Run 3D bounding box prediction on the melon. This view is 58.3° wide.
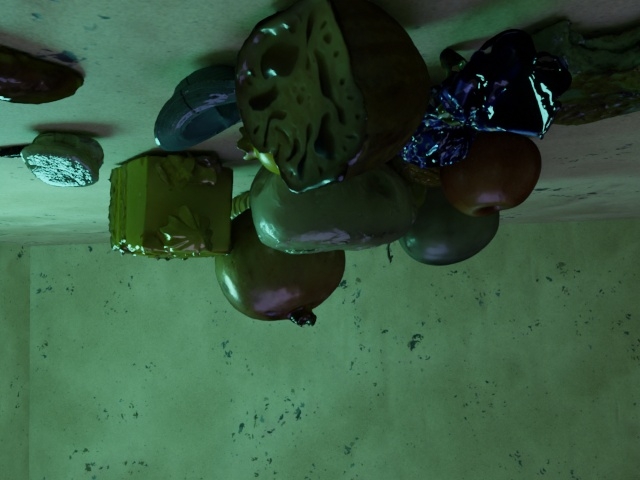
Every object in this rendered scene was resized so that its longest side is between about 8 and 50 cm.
[{"bbox_3d":[0.342,-0.057,1.596,0.308,0.272,0.272,9,171,-33],"label":"melon"}]

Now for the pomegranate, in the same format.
[{"bbox_3d":[-0.097,0.074,1.449,0.338,0.338,0.338,-2,176,0],"label":"pomegranate"}]

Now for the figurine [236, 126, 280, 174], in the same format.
[{"bbox_3d":[-0.006,-0.167,0.959,0.234,0.127,0.185,-16,177,29],"label":"figurine"}]

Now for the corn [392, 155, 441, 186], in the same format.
[{"bbox_3d":[0.227,-0.163,1.268,0.080,0.080,0.238,-4,176,30],"label":"corn"}]

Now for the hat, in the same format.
[{"bbox_3d":[-0.147,-0.194,0.780,0.191,0.078,0.138,-23,178,17],"label":"hat"}]

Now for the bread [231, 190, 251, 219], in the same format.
[{"bbox_3d":[-0.196,-0.111,1.756,0.134,0.081,0.225,-5,177,-38],"label":"bread"}]

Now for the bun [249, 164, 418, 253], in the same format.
[{"bbox_3d":[0.022,-0.086,1.186,0.362,0.234,0.326,-1,173,-34],"label":"bun"}]

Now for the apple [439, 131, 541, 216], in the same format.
[{"bbox_3d":[0.348,-0.132,1.179,0.201,0.162,0.201,0,176,0],"label":"apple"}]

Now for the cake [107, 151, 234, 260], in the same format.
[{"bbox_3d":[-0.320,-0.069,1.295,0.222,0.227,0.286,4,173,-42],"label":"cake"}]

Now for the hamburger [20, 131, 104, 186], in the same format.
[{"bbox_3d":[-0.480,-0.151,1.078,0.140,0.062,0.133,4,151,0],"label":"hamburger"}]

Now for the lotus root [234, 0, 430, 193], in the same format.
[{"bbox_3d":[0.026,-0.160,0.645,0.199,0.188,0.180,-9,-175,46],"label":"lotus root"}]

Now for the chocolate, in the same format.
[{"bbox_3d":[0.183,-0.172,0.712,0.126,0.148,0.343,-18,-178,-7],"label":"chocolate"}]

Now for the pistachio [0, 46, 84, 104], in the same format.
[{"bbox_3d":[-0.384,-0.199,0.727,0.089,0.049,0.173,-4,175,34],"label":"pistachio"}]

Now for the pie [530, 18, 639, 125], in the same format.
[{"bbox_3d":[0.372,-0.214,0.748,0.302,0.067,0.302,-1,176,0],"label":"pie"}]

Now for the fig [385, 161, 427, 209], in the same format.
[{"bbox_3d":[0.190,-0.135,1.402,0.136,0.121,0.153,9,-166,-44],"label":"fig"}]

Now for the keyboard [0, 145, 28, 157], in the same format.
[{"bbox_3d":[-0.553,-0.179,1.145,0.195,0.018,0.060,-3,-178,11],"label":"keyboard"}]
